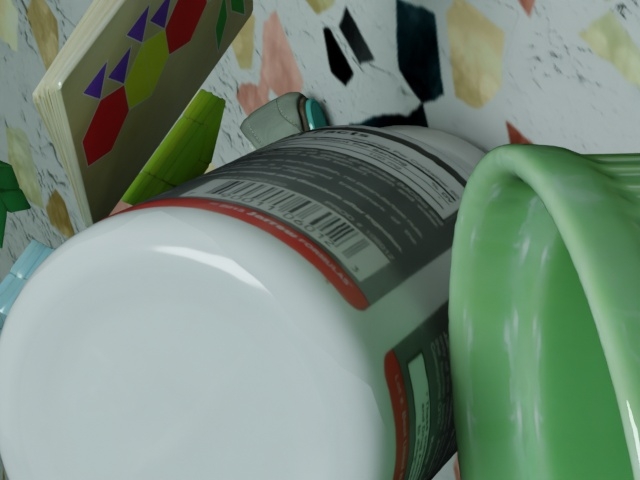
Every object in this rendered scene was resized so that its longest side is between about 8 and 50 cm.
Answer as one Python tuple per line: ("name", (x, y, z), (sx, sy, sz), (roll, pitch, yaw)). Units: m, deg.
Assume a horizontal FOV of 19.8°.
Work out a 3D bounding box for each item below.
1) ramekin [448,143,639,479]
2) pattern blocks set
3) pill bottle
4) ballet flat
("ramekin", (0.162, 0.102, 0.774), (0.303, 0.148, 0.303), (172, 90, -82))
("pattern blocks set", (-0.086, -0.108, 0.947), (0.026, 0.325, 0.285), (24, 145, 15))
("pill bottle", (-0.005, 0.050, 1.015), (0.210, 0.363, 0.210), (5, 104, 21))
("ballet flat", (0.000, 0.000, 1.311), (0.072, 0.068, 0.213), (0, -112, -76))
